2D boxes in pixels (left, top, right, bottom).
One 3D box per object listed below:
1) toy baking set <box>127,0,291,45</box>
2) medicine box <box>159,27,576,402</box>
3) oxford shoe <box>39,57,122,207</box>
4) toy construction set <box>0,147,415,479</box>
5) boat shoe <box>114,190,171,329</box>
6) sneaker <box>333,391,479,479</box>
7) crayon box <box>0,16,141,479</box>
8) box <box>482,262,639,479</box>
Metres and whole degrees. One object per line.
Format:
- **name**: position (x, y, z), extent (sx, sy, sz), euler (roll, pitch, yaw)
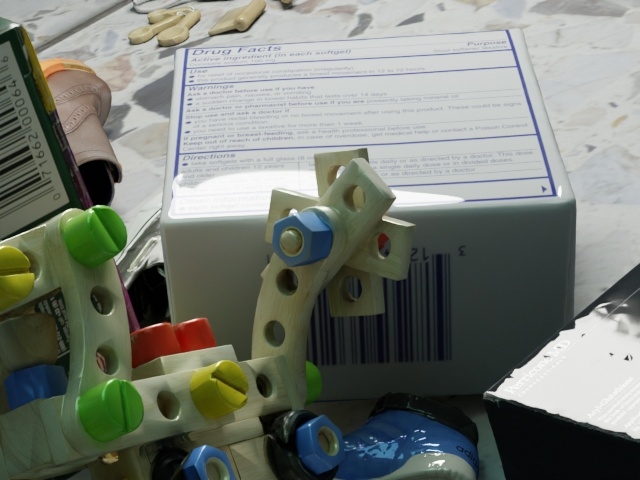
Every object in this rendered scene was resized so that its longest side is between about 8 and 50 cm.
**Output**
- **toy baking set**: position (-0.125, -0.283, 2.130), extent (0.197, 0.030, 0.256), euler (-15, 26, 4)
- **medicine box**: position (0.029, -0.024, 1.324), extent (0.263, 0.149, 0.289), euler (-3, 29, 0)
- **oxford shoe**: position (-0.241, -0.065, 1.712), extent (0.133, 0.130, 0.363), euler (22, 25, 3)
- **toy construction set**: position (-0.084, 0.055, 1.062), extent (0.328, 0.215, 0.151), euler (-12, -12, -40)
- **boat shoe**: position (-0.127, 0.034, 1.463), extent (0.070, 0.078, 0.219), euler (6, 42, 39)
- **sneaker**: position (0.025, 0.137, 1.177), extent (0.152, 0.058, 0.084), euler (-8, 29, 15)
- **crayon box**: position (-0.238, 0.016, 1.224), extent (0.106, 0.363, 0.313), euler (-30, 29, -24)
- **box**: position (0.253, 0.080, 1.107), extent (0.184, 0.103, 0.261), euler (17, 42, 44)
